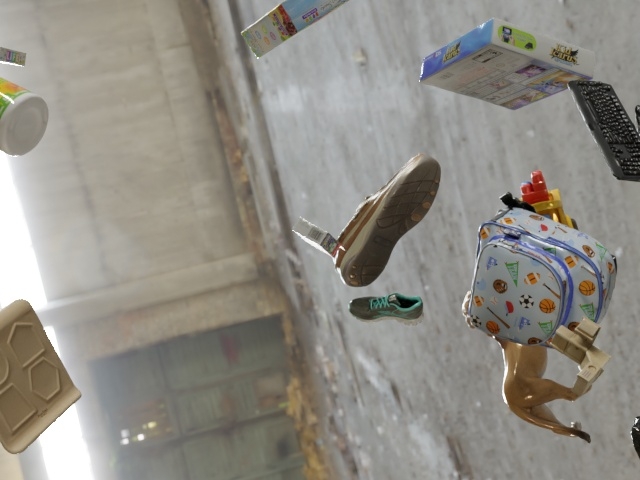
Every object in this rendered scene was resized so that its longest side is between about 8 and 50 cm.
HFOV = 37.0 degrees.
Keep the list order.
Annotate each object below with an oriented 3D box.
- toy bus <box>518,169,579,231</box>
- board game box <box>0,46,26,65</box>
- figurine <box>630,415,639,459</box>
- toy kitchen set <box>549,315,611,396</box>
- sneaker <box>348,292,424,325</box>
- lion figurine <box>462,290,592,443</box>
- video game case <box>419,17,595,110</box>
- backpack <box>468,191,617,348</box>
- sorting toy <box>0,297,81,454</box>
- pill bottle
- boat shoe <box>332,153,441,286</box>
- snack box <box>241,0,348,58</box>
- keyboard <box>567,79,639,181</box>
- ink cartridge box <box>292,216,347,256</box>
[{"bbox_3d":[0.504,-0.045,2.170,0.220,0.149,0.212,-62,-43,-69],"label":"toy bus"},{"bbox_3d":[-0.644,-0.354,1.784,0.103,0.154,0.026,-28,-52,-80],"label":"board game box"},{"bbox_3d":[0.612,0.259,1.485,0.092,0.209,0.215,59,-142,-17],"label":"figurine"},{"bbox_3d":[0.363,0.158,1.361,0.083,0.075,0.068,34,133,24],"label":"toy kitchen set"},{"bbox_3d":[0.144,0.136,2.044,0.076,0.166,0.065,99,172,-55],"label":"sneaker"},{"bbox_3d":[0.447,0.262,2.085,0.392,0.240,0.142,-93,13,-45],"label":"lion figurine"},{"bbox_3d":[0.375,-0.352,1.950,0.269,0.244,0.061,-15,63,65],"label":"video game case"},{"bbox_3d":[0.423,0.082,1.840,0.213,0.263,0.277,-44,-37,-53],"label":"backpack"},{"bbox_3d":[-0.512,0.225,1.605,0.208,0.038,0.193,62,-150,-12],"label":"sorting toy"},{"bbox_3d":[-0.697,-0.280,1.969,0.245,0.136,0.136,26,151,17],"label":"pill bottle"},{"bbox_3d":[0.128,-0.056,2.040,0.123,0.324,0.116,31,-170,-41],"label":"boat shoe"},{"bbox_3d":[-0.040,-0.453,1.902,0.070,0.174,0.207,58,157,-12],"label":"snack box"},{"bbox_3d":[0.407,-0.156,1.281,0.038,0.100,0.192,114,152,-46],"label":"keyboard"},{"bbox_3d":[0.000,0.000,1.670,0.062,0.029,0.115,30,174,25],"label":"ink cartridge box"}]
